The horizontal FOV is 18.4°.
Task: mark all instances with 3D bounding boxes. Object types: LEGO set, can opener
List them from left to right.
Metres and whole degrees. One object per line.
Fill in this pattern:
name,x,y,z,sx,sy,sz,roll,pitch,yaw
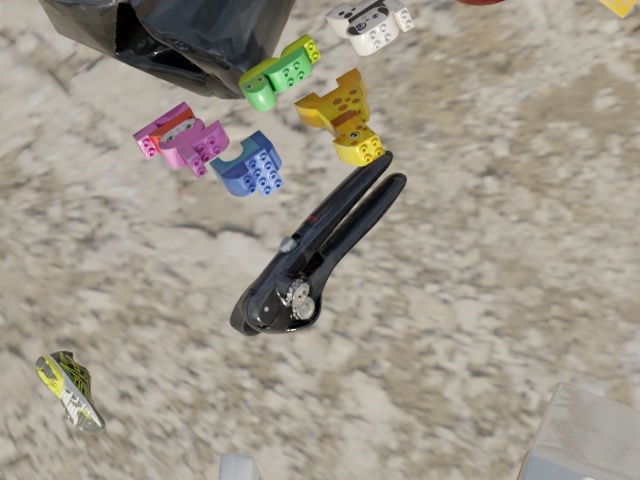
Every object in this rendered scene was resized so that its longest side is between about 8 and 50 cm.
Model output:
LEGO set,-0.010,-0.089,1.462,0.227,0.093,0.087,-34,129,-7
can opener,0.000,0.000,1.519,0.186,0.073,0.059,-50,135,-16

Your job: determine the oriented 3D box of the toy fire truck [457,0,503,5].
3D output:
toy fire truck,0.226,-0.361,1.845,0.169,0.254,0.302,63,36,-42

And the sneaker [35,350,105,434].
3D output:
sneaker,-0.203,0.125,1.661,0.035,0.031,0.083,-30,78,-40

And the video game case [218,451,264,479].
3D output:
video game case,-0.043,0.246,1.195,0.023,0.201,0.183,2,66,8

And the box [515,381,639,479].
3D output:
box,0.215,0.258,1.538,0.168,0.345,0.215,21,97,9

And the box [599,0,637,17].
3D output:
box,0.113,-0.179,1.093,0.136,0.081,0.028,29,104,-29

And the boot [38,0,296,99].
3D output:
boot,0.016,-0.312,1.606,0.445,0.367,0.146,-60,146,-23
